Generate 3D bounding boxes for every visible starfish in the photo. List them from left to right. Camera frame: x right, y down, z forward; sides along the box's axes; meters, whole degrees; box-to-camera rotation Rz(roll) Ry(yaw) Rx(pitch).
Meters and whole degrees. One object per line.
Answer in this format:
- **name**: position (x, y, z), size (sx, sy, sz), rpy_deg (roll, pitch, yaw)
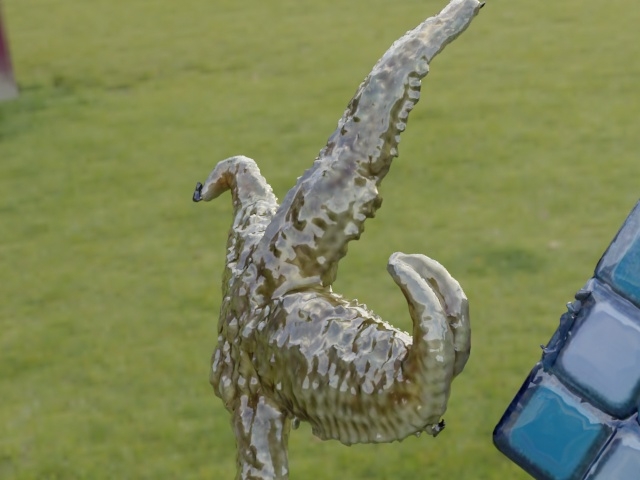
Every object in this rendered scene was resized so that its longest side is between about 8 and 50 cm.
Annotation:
- **starfish**: position (0.000, 0.000, 1.130), size (0.082, 0.324, 0.432), rpy_deg (24, 37, -18)

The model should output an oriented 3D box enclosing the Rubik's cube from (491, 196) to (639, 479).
- **Rubik's cube**: position (0.321, 0.066, 0.968), size (0.287, 0.292, 0.293), rpy_deg (37, 16, 21)
